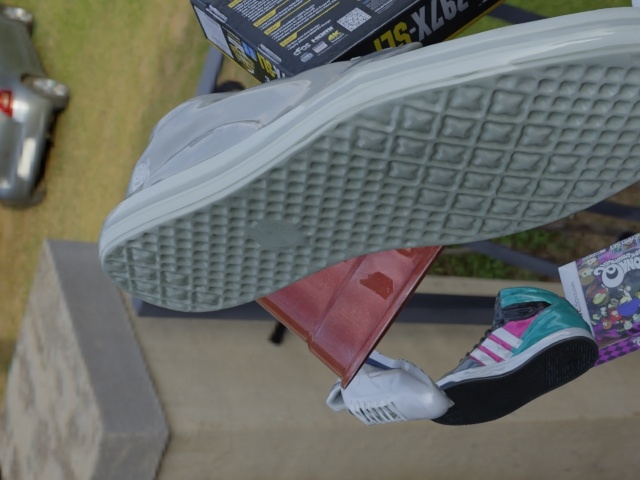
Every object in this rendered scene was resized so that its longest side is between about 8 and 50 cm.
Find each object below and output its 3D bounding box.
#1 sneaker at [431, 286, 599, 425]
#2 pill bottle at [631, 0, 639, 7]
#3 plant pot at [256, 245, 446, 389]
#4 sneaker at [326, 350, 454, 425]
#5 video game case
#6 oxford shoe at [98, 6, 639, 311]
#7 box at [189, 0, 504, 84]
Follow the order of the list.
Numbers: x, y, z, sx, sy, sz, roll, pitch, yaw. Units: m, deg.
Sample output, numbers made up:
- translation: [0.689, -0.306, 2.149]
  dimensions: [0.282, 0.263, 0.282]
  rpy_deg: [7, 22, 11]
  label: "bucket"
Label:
- translation: [0.289, 0.170, 1.644]
  dimensions: [0.295, 0.124, 0.178]
  rpy_deg: [-27, 31, 19]
  label: "sneaker"
- translation: [0.540, -0.291, 1.295]
  dimensions: [0.161, 0.283, 0.161]
  rpy_deg: [-30, 53, 52]
  label: "pill bottle"
- translation: [0.000, 0.000, 1.282]
  dimensions: [0.265, 0.272, 0.272]
  rpy_deg: [34, 126, 6]
  label: "plant pot"
- translation: [0.093, 0.216, 1.397]
  dimensions: [0.090, 0.095, 0.235]
  rpy_deg: [53, 160, -15]
  label: "sneaker"
- translation: [0.512, 0.080, 1.653]
  dimensions: [0.232, 0.042, 0.210]
  rpy_deg: [-26, 37, 22]
  label: "video game case"
- translation: [0.030, -0.067, 0.681]
  dimensions: [0.449, 0.169, 0.130]
  rpy_deg: [-17, 48, 33]
  label: "oxford shoe"
- translation: [0.049, -0.289, 1.144]
  dimensions: [0.257, 0.322, 0.079]
  rpy_deg: [42, 164, 44]
  label: "box"
